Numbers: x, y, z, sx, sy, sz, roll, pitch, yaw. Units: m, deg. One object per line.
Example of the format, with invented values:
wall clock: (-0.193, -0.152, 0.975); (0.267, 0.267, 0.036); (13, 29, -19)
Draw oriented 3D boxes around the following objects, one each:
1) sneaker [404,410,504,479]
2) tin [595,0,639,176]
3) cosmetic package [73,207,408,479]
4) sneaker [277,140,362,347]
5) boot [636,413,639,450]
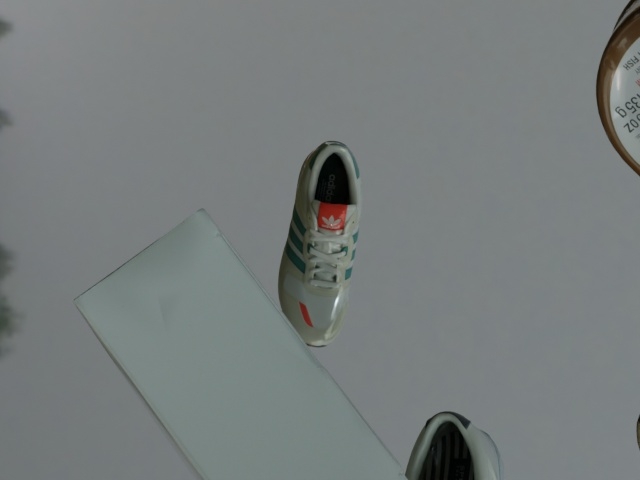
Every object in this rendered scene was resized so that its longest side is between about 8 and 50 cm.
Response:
sneaker: (0.087, 0.253, 1.248); (0.091, 0.094, 0.258); (48, 39, -51)
tin: (0.201, -0.036, 0.710); (0.106, 0.189, 0.040); (-42, -173, 45)
cosmetic package: (-0.021, 0.148, 1.028); (0.284, 0.097, 0.377); (55, -8, 7)
sneaker: (0.000, 0.000, 1.258); (0.075, 0.057, 0.161); (112, -14, -81)
boot: (0.403, 0.175, 1.054); (0.377, 0.284, 0.138); (25, -82, 33)
